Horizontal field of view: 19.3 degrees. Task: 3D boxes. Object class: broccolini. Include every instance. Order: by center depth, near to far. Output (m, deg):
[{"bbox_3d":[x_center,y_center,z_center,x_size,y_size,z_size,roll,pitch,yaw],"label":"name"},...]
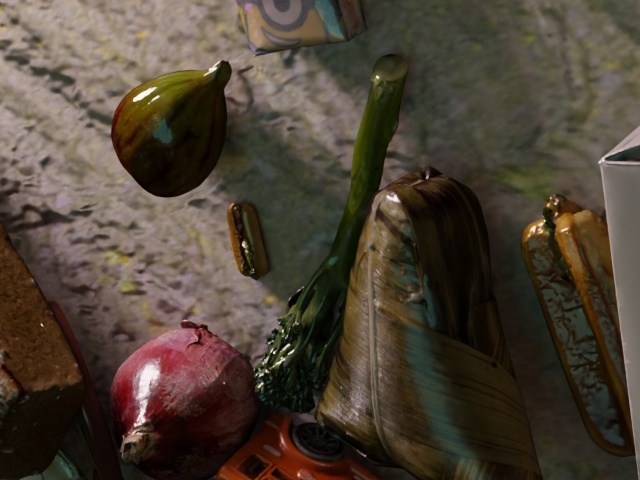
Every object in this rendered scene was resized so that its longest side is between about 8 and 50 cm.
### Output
[{"bbox_3d":[0.004,0.003,1.772,0.078,0.074,0.392,22,123,13],"label":"broccolini"}]

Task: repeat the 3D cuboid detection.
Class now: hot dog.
[{"bbox_3d":[0.251,0.073,1.660,0.104,0.076,0.250,-9,104,55],"label":"hot dog"},{"bbox_3d":[-0.074,0.003,1.855,0.037,0.021,0.083,-4,108,34],"label":"hot dog"}]

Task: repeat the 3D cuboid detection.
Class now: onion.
[{"bbox_3d":[-0.146,0.176,1.872,0.159,0.195,0.159,6,108,17],"label":"onion"}]

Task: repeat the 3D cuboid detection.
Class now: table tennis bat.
[{"bbox_3d":[-0.237,0.203,1.980,0.200,0.038,0.310,-131,25,-60],"label":"table tennis bat"}]

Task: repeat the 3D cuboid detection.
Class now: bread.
[{"bbox_3d":[-0.382,0.042,1.921,0.416,0.113,0.165,56,136,28],"label":"bread"}]

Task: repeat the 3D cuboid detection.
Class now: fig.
[{"bbox_3d":[-0.129,-0.114,1.790,0.109,0.103,0.154,33,122,-31],"label":"fig"}]

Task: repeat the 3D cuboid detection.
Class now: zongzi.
[{"bbox_3d":[0.133,0.109,1.670,0.288,0.134,0.286,37,130,41],"label":"zongzi"}]

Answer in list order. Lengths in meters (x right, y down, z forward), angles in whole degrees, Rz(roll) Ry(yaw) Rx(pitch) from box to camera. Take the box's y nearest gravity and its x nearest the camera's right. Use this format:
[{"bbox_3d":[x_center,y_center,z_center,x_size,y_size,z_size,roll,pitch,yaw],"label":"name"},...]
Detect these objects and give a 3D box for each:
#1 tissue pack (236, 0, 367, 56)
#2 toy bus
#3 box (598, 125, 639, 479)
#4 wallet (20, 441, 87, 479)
[{"bbox_3d":[-0.029,-0.244,1.688,0.108,0.060,0.148,-6,109,32],"label":"tissue pack"},{"bbox_3d":[0.044,0.321,1.849,0.329,0.153,0.143,33,123,15],"label":"toy bus"},{"bbox_3d":[0.338,0.047,1.526,0.145,0.173,0.333,1,112,31],"label":"box"},{"bbox_3d":[-0.398,0.216,2.088,0.309,0.077,0.223,47,117,15],"label":"wallet"}]
